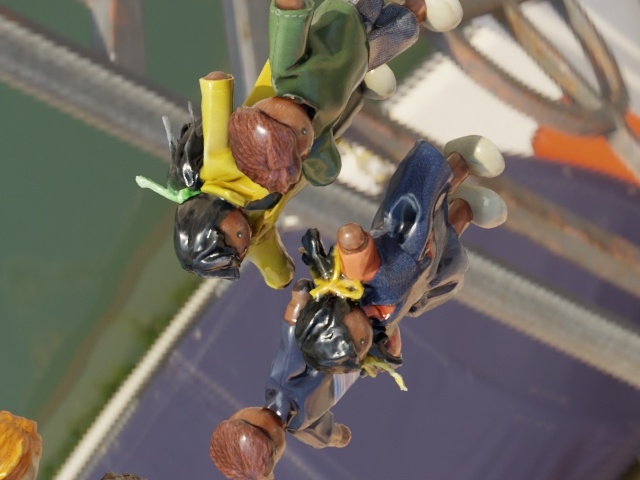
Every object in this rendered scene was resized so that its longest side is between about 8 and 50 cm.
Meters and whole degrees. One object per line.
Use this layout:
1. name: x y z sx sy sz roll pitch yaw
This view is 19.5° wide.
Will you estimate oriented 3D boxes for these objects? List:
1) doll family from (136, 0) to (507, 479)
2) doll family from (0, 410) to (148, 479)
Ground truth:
1. doll family: 0.000 0.000 0.576 0.076 0.111 0.193 9 137 35
2. doll family: -0.141 0.151 0.668 0.118 0.263 0.163 23 108 -1
